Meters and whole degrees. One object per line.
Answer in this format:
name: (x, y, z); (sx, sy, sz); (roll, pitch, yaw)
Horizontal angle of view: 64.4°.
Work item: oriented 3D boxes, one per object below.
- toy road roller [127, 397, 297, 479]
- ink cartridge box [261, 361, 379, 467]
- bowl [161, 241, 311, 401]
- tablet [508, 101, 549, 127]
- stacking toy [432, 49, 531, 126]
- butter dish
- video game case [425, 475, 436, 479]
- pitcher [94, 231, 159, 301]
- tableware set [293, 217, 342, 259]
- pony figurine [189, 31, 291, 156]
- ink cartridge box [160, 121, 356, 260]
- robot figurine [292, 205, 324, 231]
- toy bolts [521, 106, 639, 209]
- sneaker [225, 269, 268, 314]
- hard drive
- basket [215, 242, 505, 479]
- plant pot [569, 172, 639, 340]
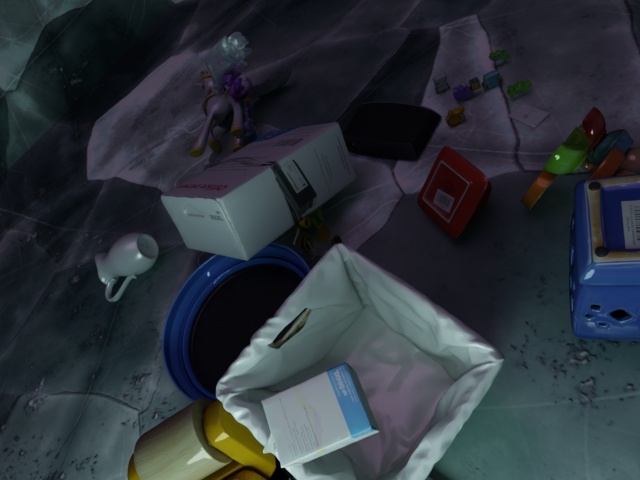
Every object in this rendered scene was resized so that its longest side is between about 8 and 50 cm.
toy road roller: (-0.155, 0.450, 0.854); (0.202, 0.330, 0.241); (-34, 30, 11)
ink cartridge box: (-0.007, 0.239, 0.683); (0.143, 0.092, 0.090); (-24, 64, 3)
bowl: (-0.173, 0.187, 1.148); (0.390, 0.077, 0.392); (-13, 55, 19)
tablet: (0.510, -0.308, 1.245); (0.054, 0.006, 0.083); (-43, 46, -4)
stacking toy: (0.418, -0.406, 1.347); (0.221, 0.052, 0.167); (-21, 51, 14)
butter dish: (0.319, -0.106, 1.140); (0.160, 0.118, 0.160); (53, 131, 42)
video game case: (0.179, 0.546, 0.792); (0.196, 0.026, 0.274); (23, 72, 40)
pitcher: (-0.589, 0.079, 1.546); (0.207, 0.125, 0.178); (-25, 68, 27)
tableware set: (0.000, 0.000, 1.219); (0.024, 0.154, 0.104); (-8, 55, 40)
pony figurine: (-0.298, -0.480, 1.706); (0.350, 0.302, 0.364); (-18, 64, 29)
ink cartridge box: (-0.151, -0.133, 1.274); (0.285, 0.166, 0.395); (7, 37, 48)
robot figurine: (-0.041, -0.072, 1.354); (0.115, 0.067, 0.101); (29, 73, 42)
toy bolts: (0.545, -0.133, 1.020); (0.158, 0.218, 0.228); (39, 58, 17)
sneaker: (-0.186, 0.149, 1.285); (0.209, 0.069, 0.082); (-51, 29, -8)
hard drive: (0.185, -0.311, 1.407); (0.254, 0.054, 0.172); (17, 67, 38)
basket: (0.071, 0.245, 0.861); (0.331, 0.266, 0.328); (36, 78, 24)
plant pot: (0.538, 0.019, 0.843); (0.235, 0.212, 0.236); (-3, 55, 28)
